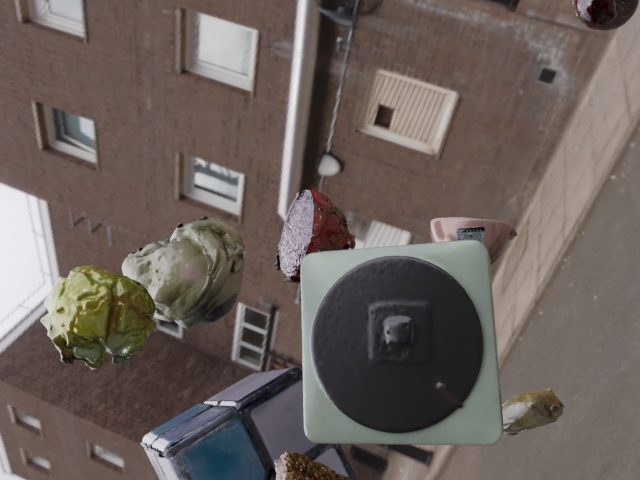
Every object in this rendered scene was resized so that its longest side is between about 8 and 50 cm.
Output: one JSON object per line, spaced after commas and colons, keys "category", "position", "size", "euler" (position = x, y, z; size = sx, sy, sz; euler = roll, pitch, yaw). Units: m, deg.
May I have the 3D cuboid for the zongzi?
{"category": "zongzi", "position": [0.548, 0.475, 1.645], "size": [0.194, 0.099, 0.197], "euler": [-36, -31, 31]}

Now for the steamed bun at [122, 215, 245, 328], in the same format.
{"category": "steamed bun", "position": [-0.283, 0.096, 1.368], "size": [0.268, 0.207, 0.280], "euler": [-24, -14, -9]}

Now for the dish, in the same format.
{"category": "dish", "position": [0.347, 0.015, 1.376], "size": [0.213, 0.213, 0.090], "euler": [65, -146, -77]}

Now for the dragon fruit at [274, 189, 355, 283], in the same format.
{"category": "dragon fruit", "position": [0.002, -0.002, 1.424], "size": [0.218, 0.148, 0.223], "euler": [-144, 67, -66]}

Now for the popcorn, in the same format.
{"category": "popcorn", "position": [-0.384, 0.145, 1.041], "size": [0.212, 0.198, 0.198], "euler": [-56, -5, 17]}

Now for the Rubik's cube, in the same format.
{"category": "Rubik's cube", "position": [-0.144, 0.471, 1.223], "size": [0.318, 0.313, 0.316], "euler": [-26, -2, -26]}

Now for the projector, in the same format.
{"category": "projector", "position": [0.105, 0.138, 0.808], "size": [0.079, 0.257, 0.259], "euler": [32, -125, -68]}

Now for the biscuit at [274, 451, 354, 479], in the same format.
{"category": "biscuit", "position": [0.035, 0.322, 0.731], "size": [0.034, 0.199, 0.064], "euler": [-57, 14, 16]}

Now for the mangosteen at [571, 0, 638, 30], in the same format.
{"category": "mangosteen", "position": [0.571, -0.491, 1.218], "size": [0.140, 0.140, 0.140], "euler": [20, -90, -80]}
